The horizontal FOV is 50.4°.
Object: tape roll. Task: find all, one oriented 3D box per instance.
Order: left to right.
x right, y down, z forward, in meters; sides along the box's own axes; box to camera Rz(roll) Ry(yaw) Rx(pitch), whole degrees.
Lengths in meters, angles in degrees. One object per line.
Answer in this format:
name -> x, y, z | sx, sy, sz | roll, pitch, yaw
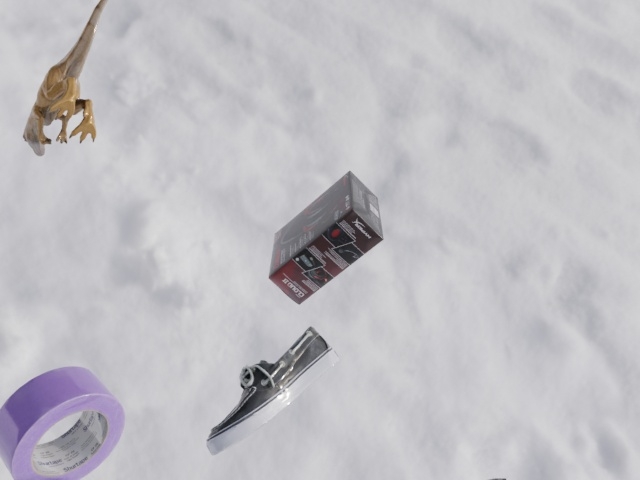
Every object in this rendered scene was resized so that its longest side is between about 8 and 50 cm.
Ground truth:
tape roll -> -0.419, 0.303, 1.098 | 0.189, 0.188, 0.080 | -36, 50, -26

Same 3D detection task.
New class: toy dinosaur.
toy dinosaur -> -0.271, -0.169, 0.721 | 0.064, 0.211, 0.112 | 13, 34, -51

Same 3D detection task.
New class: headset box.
headset box -> 0.000, 0.000, 1.612 | 0.110, 0.293, 0.218 | 43, 22, -20

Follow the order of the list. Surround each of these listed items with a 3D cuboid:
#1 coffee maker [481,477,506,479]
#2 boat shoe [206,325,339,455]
coffee maker -> 0.243, 0.421, 0.912 | 0.120, 0.171, 0.178 | -24, 78, 8
boat shoe -> -0.100, 0.266, 1.250 | 0.306, 0.113, 0.105 | -35, 85, -27
